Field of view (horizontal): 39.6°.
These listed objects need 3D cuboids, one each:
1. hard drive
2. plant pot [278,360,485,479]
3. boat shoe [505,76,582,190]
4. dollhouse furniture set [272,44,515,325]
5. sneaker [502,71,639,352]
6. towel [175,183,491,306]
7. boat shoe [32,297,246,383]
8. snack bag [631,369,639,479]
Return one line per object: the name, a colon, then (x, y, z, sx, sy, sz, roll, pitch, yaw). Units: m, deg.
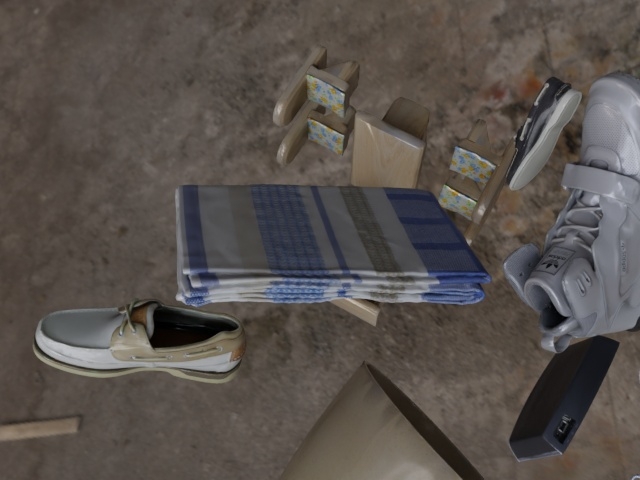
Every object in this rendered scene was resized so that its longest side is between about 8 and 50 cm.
hard drive: (0.451, 0.292, 1.667, 0.054, 0.172, 0.254, 38, 65, -3)
plant pot: (0.042, 0.327, 1.035, 0.274, 0.256, 0.256, -44, 52, 2)
boat shoe: (0.224, -0.111, 0.927, 0.038, 0.046, 0.125, 43, 126, 28)
dollhouse furniture set: (0.089, -0.060, 1.502, 0.362, 0.394, 0.256, 28, 69, 12)
sneaker: (0.358, -0.027, 1.173, 0.137, 0.210, 0.365, 19, 122, 56)
towel: (0.000, 0.000, 0.861, 0.285, 0.034, 0.209, 0, 29, -12)
boat shoe: (-0.258, 0.132, 1.284, 0.303, 0.103, 0.113, 5, 45, -13)
snack bag: (0.406, 0.285, 0.758, 0.037, 0.342, 0.323, -22, 23, -25)
